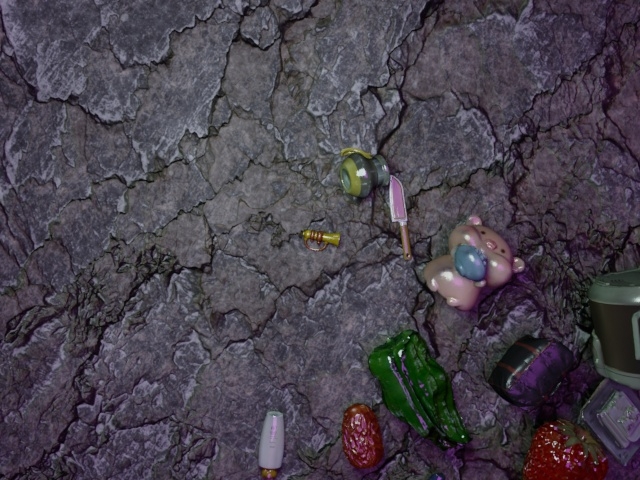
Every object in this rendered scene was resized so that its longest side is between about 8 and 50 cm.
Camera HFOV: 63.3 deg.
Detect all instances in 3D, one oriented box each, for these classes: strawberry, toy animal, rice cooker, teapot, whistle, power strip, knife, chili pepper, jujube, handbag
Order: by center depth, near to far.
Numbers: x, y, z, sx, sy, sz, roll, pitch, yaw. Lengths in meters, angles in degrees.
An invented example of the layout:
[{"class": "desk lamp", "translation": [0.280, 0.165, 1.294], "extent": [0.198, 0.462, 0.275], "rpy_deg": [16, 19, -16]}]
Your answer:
[{"class": "rice cooker", "translation": [0.917, 0.248, 1.415], "extent": [0.335, 0.335, 0.325], "rpy_deg": [-12, 93, -3]}, {"class": "toy animal", "translation": [0.414, 0.080, 1.450], "extent": [0.210, 0.229, 0.221], "rpy_deg": [45, 130, 15]}, {"class": "chili pepper", "translation": [0.273, 0.440, 1.456], "extent": [0.167, 0.213, 0.385], "rpy_deg": [-32, 89, 40]}, {"class": "teapot", "translation": [0.117, -0.199, 1.464], "extent": [0.119, 0.130, 0.166], "rpy_deg": [-15, 60, -17]}, {"class": "handbag", "translation": [0.592, 0.370, 1.472], "extent": [0.155, 0.169, 0.215], "rpy_deg": [44, 86, 0]}, {"class": "jujube", "translation": [0.117, 0.557, 1.486], "extent": [0.112, 0.109, 0.176], "rpy_deg": [-6, 83, -39]}, {"class": "strawberry", "translation": [0.683, 0.643, 1.496], "extent": [0.205, 0.205, 0.244], "rpy_deg": [27, 113, -4]}, {"class": "whistle", "translation": [0.002, -0.003, 1.502], "extent": [0.109, 0.057, 0.046], "rpy_deg": [5, 46, 5]}, {"class": "knife", "translation": [0.230, -0.066, 1.514], "extent": [0.046, 0.022, 0.256], "rpy_deg": [-8, 92, 1]}, {"class": "power strip", "translation": [0.886, 0.519, 1.517], "extent": [0.198, 0.064, 0.213], "rpy_deg": [-42, 94, -20]}]

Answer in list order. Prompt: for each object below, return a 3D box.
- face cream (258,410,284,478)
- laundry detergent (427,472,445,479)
[{"class": "face cream", "translation": [-0.140, 0.588, 1.495], "extent": [0.072, 0.051, 0.182], "rpy_deg": [5, 90, -4]}, {"class": "laundry detergent", "translation": [0.282, 0.799, 1.497], "extent": [0.215, 0.105, 0.280], "rpy_deg": [16, 92, -2]}]
